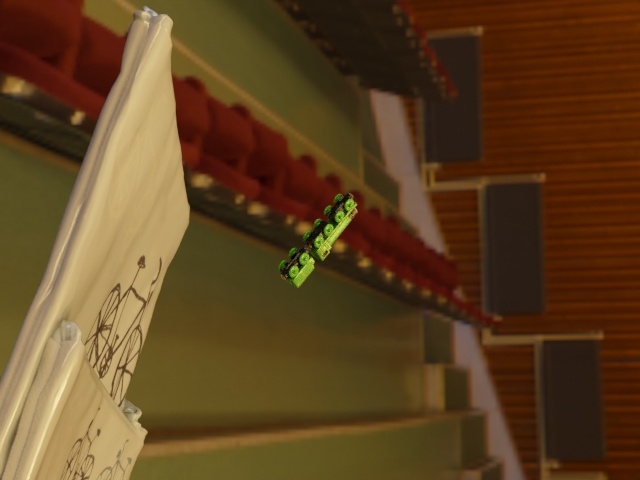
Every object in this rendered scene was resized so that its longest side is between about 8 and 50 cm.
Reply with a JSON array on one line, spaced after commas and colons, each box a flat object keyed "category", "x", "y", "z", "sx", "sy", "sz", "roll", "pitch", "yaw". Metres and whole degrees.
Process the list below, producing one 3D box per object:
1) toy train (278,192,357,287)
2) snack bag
[{"category": "toy train", "x": 0.000, "y": 0.000, "z": 0.947, "sx": 0.083, "sy": 0.017, "sz": 0.024, "roll": -50, "pitch": 136, "yaw": -15}, {"category": "snack bag", "x": -0.128, "y": 0.085, "z": 0.717, "sx": 0.323, "sy": 0.037, "sz": 0.343, "roll": 99, "pitch": 7, "yaw": -72}]
